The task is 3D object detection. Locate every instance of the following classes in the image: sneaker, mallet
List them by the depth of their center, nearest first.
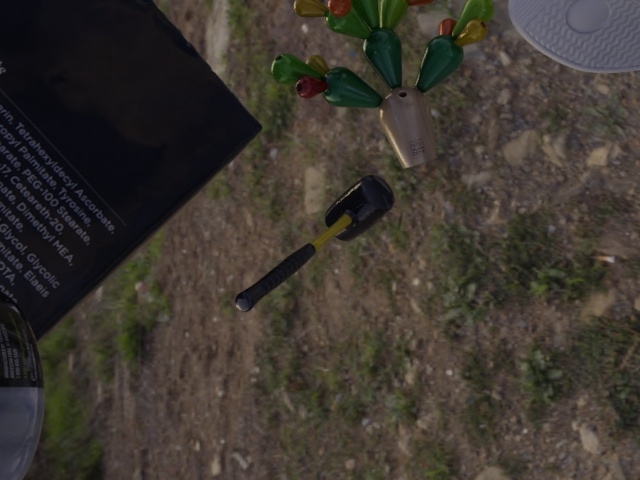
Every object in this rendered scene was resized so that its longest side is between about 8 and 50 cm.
[{"bbox_3d":[0.000,0.000,0.691,0.039,0.189,0.062,50,126,1],"label":"mallet"},{"bbox_3d":[0.292,-0.238,0.830,0.094,0.255,0.151,107,166,-49],"label":"sneaker"}]

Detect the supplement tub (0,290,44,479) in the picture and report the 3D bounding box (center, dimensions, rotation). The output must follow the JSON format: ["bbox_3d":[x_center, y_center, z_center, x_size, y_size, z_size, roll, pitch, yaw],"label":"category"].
[{"bbox_3d":[-0.223,0.067,0.353,0.117,0.190,0.117,-7,78,38],"label":"supplement tub"}]

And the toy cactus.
[{"bbox_3d":[0.072,-0.159,0.807,0.112,0.219,0.181,179,73,-77],"label":"toy cactus"}]

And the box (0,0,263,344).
[{"bbox_3d":[-0.385,0.002,0.823,0.297,0.472,0.480,47,149,-10],"label":"box"}]
